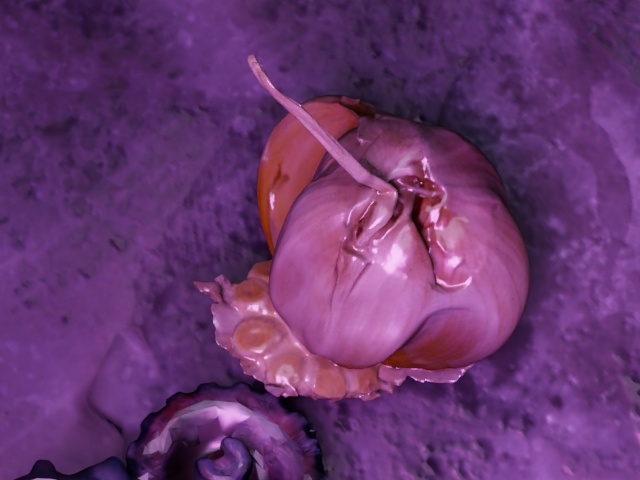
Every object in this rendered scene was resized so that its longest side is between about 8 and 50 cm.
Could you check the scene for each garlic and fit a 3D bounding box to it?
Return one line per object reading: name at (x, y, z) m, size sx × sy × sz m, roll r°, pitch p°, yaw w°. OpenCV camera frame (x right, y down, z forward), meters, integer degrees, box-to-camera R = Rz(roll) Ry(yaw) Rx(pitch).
garlic at (0.000, 0.000, 1.203) m, size 0.207 × 0.256 × 0.207 m, roll -16°, pitch 63°, yaw 33°

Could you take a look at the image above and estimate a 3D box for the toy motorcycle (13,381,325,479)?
toy motorcycle at (-0.136, 0.266, 1.149) m, size 0.416 × 0.172 × 0.232 m, roll -35°, pitch 69°, yaw -18°
